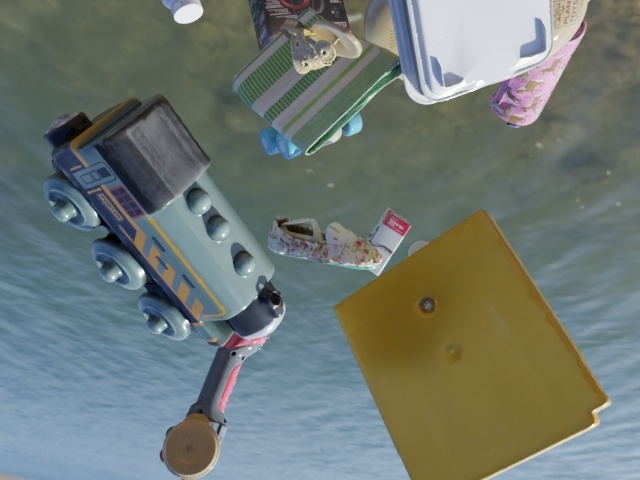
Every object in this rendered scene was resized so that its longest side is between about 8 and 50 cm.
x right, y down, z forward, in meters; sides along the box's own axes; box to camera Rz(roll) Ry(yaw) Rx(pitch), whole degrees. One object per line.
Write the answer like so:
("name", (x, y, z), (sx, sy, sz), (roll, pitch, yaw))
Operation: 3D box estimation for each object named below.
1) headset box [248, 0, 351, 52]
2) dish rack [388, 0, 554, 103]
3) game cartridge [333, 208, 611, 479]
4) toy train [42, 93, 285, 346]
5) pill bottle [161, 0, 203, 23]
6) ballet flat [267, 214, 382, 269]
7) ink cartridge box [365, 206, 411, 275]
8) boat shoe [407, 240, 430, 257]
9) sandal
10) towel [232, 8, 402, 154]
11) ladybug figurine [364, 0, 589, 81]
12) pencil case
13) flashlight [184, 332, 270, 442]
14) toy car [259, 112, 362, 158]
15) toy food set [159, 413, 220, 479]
("headset box", (-0.063, -0.600, 1.494), (0.218, 0.293, 0.110), (-12, 175, -20))
("dish rack", (0.256, -0.398, 0.959), (0.286, 0.072, 0.332), (-22, 124, -6))
("game cartridge", (0.195, 0.161, 0.842), (0.285, 0.323, 0.053), (-35, 151, 20))
("toy train", (-0.173, -0.009, 0.684), (0.190, 0.142, 0.334), (-8, 123, 44))
("pill bottle", (-0.331, -0.591, 1.364), (0.094, 0.169, 0.094), (-22, 171, -4))
("ballet flat", (0.000, 0.000, 1.108), (0.241, 0.091, 0.077), (8, 113, 27))
("ink cartridge box", (0.156, 0.001, 1.490), (0.063, 0.150, 0.109), (32, -170, -4))
("boat shoe", (0.215, 0.081, 1.105), (0.183, 0.065, 0.083), (57, 178, -3))
("sandal", (-0.017, -0.312, 0.990), (0.088, 0.079, 0.240), (36, -177, -35))
("towel", (-0.022, -0.317, 1.152), (0.325, 0.248, 0.038), (44, 176, 40))
("ladybug figurine", (0.312, -0.473, 1.216), (0.450, 0.161, 0.305), (-4, 131, 4))
("pencil case", (0.617, -0.499, 1.719), (0.160, 0.167, 0.386), (33, 158, 13))
("flashlight", (-0.195, 0.292, 1.268), (0.103, 0.304, 0.103), (16, 161, 8))
("toy car", (-0.047, -0.357, 1.505), (0.210, 0.219, 0.237), (25, 135, 59))
("toy food set", (-0.184, 0.294, 0.839), (0.083, 0.083, 0.020), (52, 164, 16))
